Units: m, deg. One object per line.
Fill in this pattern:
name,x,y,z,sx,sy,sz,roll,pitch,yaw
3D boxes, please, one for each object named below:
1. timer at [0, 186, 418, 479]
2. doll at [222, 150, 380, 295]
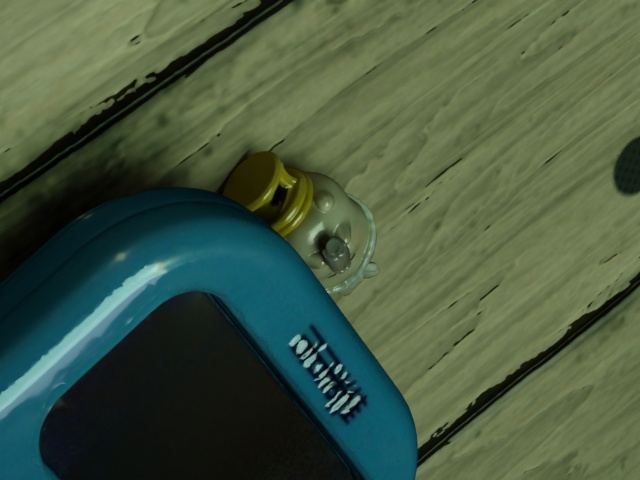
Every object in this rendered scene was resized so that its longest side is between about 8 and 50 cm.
timer,-0.107,0.143,1.145,0.309,0.115,0.340,-42,132,-7
doll,0.000,0.000,1.183,0.127,0.084,0.073,40,87,-35
